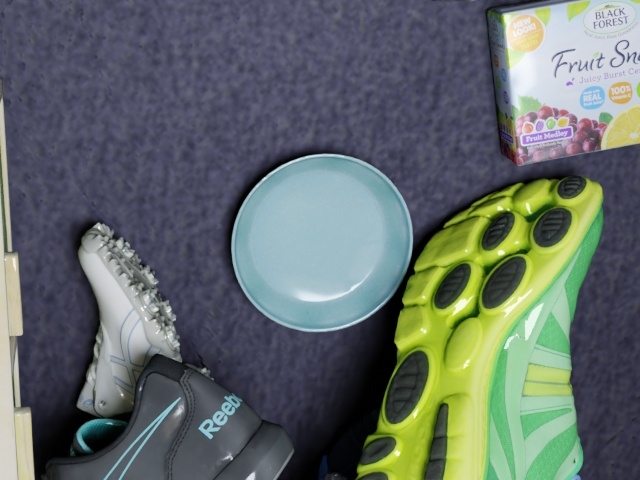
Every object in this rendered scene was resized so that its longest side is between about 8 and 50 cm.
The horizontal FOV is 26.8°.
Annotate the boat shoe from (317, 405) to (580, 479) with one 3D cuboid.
[{"bbox_3d":[0.125,0.197,0.908,0.258,0.109,0.089,25,110,-19],"label":"boat shoe"}]

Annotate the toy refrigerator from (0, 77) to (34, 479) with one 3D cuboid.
[{"bbox_3d":[-0.222,0.043,0.802,0.094,0.102,0.269,-2,105,-11],"label":"toy refrigerator"}]

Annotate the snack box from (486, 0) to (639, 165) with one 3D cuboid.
[{"bbox_3d":[0.184,-0.111,0.871,0.141,0.037,0.100,-11,106,-8],"label":"snack box"}]

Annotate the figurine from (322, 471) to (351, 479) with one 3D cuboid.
[{"bbox_3d":[0.001,0.261,0.888,0.215,0.092,0.209,-31,105,32],"label":"figurine"}]

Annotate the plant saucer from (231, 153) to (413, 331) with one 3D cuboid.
[{"bbox_3d":[0.000,0.000,0.875,0.119,0.021,0.119,-3,106,-11],"label":"plant saucer"}]

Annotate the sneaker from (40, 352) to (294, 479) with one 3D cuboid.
[{"bbox_3d":[-0.130,0.169,0.842,0.106,0.101,0.267,44,117,-4],"label":"sneaker"}]

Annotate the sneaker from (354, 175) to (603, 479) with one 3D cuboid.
[{"bbox_3d":[0.108,0.090,0.848,0.123,0.109,0.295,44,61,-41],"label":"sneaker"}]

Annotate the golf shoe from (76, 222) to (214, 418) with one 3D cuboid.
[{"bbox_3d":[-0.124,0.078,0.852,0.086,0.069,0.176,-24,108,3],"label":"golf shoe"}]
